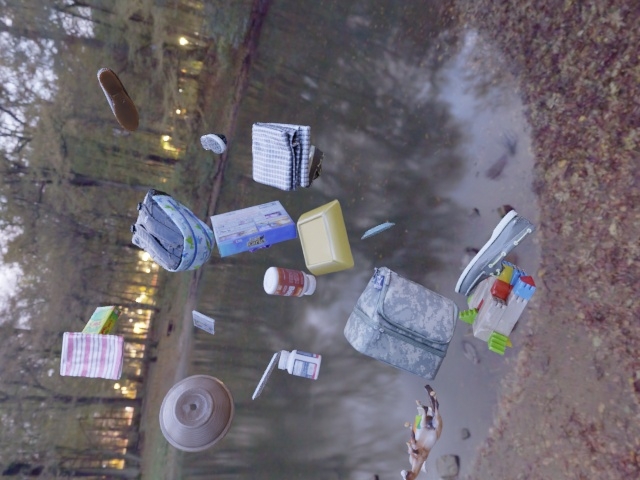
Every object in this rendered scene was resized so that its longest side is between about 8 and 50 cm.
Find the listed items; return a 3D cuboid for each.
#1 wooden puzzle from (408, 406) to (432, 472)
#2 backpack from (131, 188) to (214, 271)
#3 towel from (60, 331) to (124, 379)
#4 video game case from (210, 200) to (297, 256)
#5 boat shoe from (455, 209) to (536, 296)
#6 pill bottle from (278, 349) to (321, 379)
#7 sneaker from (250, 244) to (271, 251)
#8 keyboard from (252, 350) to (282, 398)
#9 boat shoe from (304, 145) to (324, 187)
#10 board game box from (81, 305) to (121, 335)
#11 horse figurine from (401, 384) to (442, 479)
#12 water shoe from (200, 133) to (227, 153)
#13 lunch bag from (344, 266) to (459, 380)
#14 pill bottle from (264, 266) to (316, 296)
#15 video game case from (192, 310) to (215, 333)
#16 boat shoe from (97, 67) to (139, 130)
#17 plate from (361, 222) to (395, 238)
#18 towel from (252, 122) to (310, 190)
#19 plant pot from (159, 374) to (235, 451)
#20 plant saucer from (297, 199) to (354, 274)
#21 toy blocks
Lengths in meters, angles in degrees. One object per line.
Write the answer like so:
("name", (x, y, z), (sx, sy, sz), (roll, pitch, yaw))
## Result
("wooden puzzle", (0.413, 0.814, 1.781), (0.221, 0.044, 0.239), (99, -176, -69))
("backpack", (-0.634, -0.017, 1.874), (0.355, 0.273, 0.290), (37, 109, 44))
("towel", (-0.748, 0.379, 1.410), (0.029, 0.196, 0.144), (-147, 63, -85))
("video game case", (-0.246, -0.048, 1.551), (0.244, 0.269, 0.061), (-128, 26, -60))
("boat shoe", (0.531, 0.056, 1.320), (0.091, 0.109, 0.305), (38, 104, 23))
("pill bottle", (-0.092, 0.553, 1.937), (0.108, 0.179, 0.108), (12, -90, -88))
("sneaker", (-0.280, 0.013, 2.049), (0.169, 0.068, 0.071), (-30, 50, 26))
("keyboard", (-0.256, 0.651, 2.087), (0.256, 0.014, 0.072), (-62, -22, 4))
("boat shoe", (-0.025, -0.289, 1.712), (0.081, 0.068, 0.228), (-52, 22, 47))
("board game box", (-0.847, 0.337, 1.638), (0.181, 0.092, 0.043), (-77, -28, -44))
("horse figurine", (0.297, 0.550, 1.241), (0.066, 0.263, 0.175), (2, 125, 37))
("water shoe", (-0.395, -0.386, 1.653), (0.203, 0.080, 0.073), (27, 141, 52))
("lunch bag", (0.252, 0.248, 1.331), (0.256, 0.304, 0.212), (-65, 11, -1))
("pill bottle", (-0.134, 0.190, 1.937), (0.121, 0.215, 0.121), (-23, 62, 54))
("video game case", (-0.438, 0.309, 1.620), (0.122, 0.087, 0.011), (110, -175, -55))
("boat shoe", (-0.670, -0.471, 1.436), (0.073, 0.073, 0.207), (45, 153, 49))
("plate", (0.285, -0.054, 2.159), (0.024, 0.188, 0.188), (66, 154, 5))
("towel", (-0.162, -0.323, 1.638), (0.283, 0.121, 0.235), (24, 117, 49))
("plant pot", (-0.397, 0.542, 1.373), (0.110, 0.237, 0.238), (100, 170, -60))
("plant saucer", (0.000, 0.000, 2.122), (0.332, 0.080, 0.333), (-18, 83, 54))
("toy blocks", (0.640, 0.193, 1.534), (0.381, 0.190, 0.261), (-42, -25, -70))
